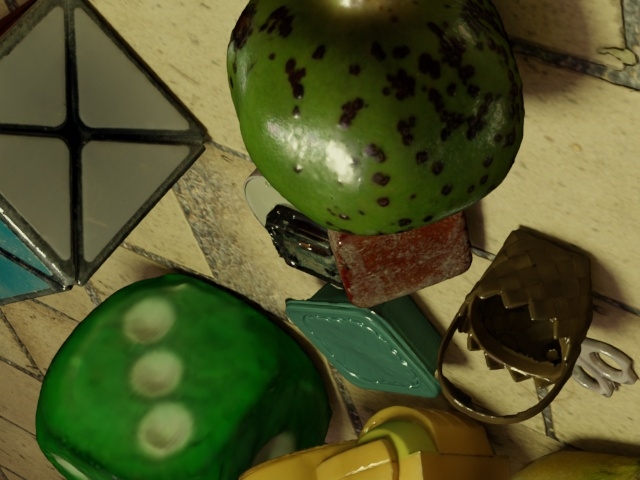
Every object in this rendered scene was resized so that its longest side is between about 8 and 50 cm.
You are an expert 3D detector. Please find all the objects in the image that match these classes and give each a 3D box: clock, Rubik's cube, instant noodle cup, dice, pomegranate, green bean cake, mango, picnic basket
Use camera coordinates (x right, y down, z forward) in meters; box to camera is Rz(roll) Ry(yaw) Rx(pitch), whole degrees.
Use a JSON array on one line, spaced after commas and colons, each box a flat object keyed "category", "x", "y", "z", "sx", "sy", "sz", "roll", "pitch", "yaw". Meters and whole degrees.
[{"category": "clock", "x": 0.000, "y": 0.000, "z": 1.807, "sx": 0.198, "sy": 0.064, "sz": 0.172, "roll": 23, "pitch": 150, "yaw": 31}, {"category": "Rubik's cube", "x": -0.328, "y": -0.099, "z": 1.851, "sx": 0.260, "sy": 0.255, "sz": 0.259, "roll": 46, "pitch": 155, "yaw": -15}, {"category": "instant noodle cup", "x": 0.061, "y": 0.106, "z": 1.897, "sx": 0.179, "sy": 0.070, "sz": 0.157, "roll": 0, "pitch": 137, "yaw": 53}, {"category": "clock", "x": 0.050, "y": 0.324, "z": 1.995, "sx": 0.317, "sy": 0.200, "sz": 0.244, "roll": -20, "pitch": 158, "yaw": 31}, {"category": "dice", "x": -0.180, "y": 0.244, "z": 2.191, "sx": 0.300, "sy": 0.297, "sz": 0.287, "roll": 24, "pitch": 155, "yaw": 28}, {"category": "pomegranate", "x": 0.044, "y": -0.134, "z": 1.329, "sx": 0.254, "sy": 0.254, "sz": 0.270, "roll": 22, "pitch": 141, "yaw": 31}, {"category": "green bean cake", "x": 0.078, "y": -0.002, "z": 1.623, "sx": 0.135, "sy": 0.135, "sz": 0.056, "roll": 74, "pitch": 175, "yaw": -54}, {"category": "mango", "x": 0.318, "y": 0.311, "z": 1.827, "sx": 0.193, "sy": 0.146, "sz": 0.316, "roll": 42, "pitch": 141, "yaw": -11}, {"category": "picnic basket", "x": 0.187, "y": 0.095, "z": 1.575, "sx": 0.128, "sy": 0.178, "sz": 0.138, "roll": 25, "pitch": 152, "yaw": 26}]

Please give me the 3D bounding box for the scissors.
[{"category": "scissors", "x": 0.244, "y": 0.093, "z": 1.698, "sx": 0.189, "sy": 0.015, "sz": 0.100, "roll": 42, "pitch": 154, "yaw": -2}]
